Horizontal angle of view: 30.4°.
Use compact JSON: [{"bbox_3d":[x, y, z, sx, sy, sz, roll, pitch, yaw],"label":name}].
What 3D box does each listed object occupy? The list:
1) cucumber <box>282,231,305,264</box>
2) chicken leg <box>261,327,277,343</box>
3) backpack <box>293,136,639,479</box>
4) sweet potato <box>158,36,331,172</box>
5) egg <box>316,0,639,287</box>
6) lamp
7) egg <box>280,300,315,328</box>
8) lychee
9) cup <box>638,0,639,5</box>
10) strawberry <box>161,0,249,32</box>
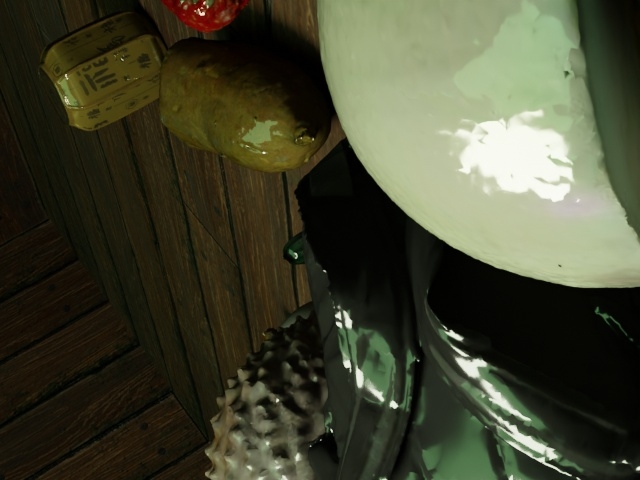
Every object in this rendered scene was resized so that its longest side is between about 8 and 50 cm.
[{"bbox_3d":[0.000,0.000,1.507,0.048,0.105,0.048,157,90,-79],"label":"cucumber"},{"bbox_3d":[-0.002,0.248,1.830,0.361,0.140,0.211,42,163,34],"label":"chicken leg"},{"bbox_3d":[0.126,0.096,0.988,0.363,0.254,0.446,-30,68,32],"label":"backpack"},{"bbox_3d":[-0.084,-0.159,1.421,0.369,0.158,0.158,24,142,49],"label":"sweet potato"},{"bbox_3d":[0.099,-0.117,0.672,0.201,0.337,0.337,-8,118,27],"label":"egg"},{"bbox_3d":[-0.335,-0.264,1.830,0.161,0.185,0.161,50,159,27],"label":"lamp"},{"bbox_3d":[0.020,0.175,1.603,0.176,0.176,0.232,49,165,28],"label":"egg"},{"bbox_3d":[0.059,0.264,1.322,0.380,0.380,0.432,51,160,25],"label":"lychee"},{"bbox_3d":[0.269,-0.113,0.487,0.258,0.219,0.289,51,-168,26],"label":"cup"},{"bbox_3d":[-0.130,-0.306,1.362,0.131,0.131,0.148,56,-169,10],"label":"strawberry"}]
